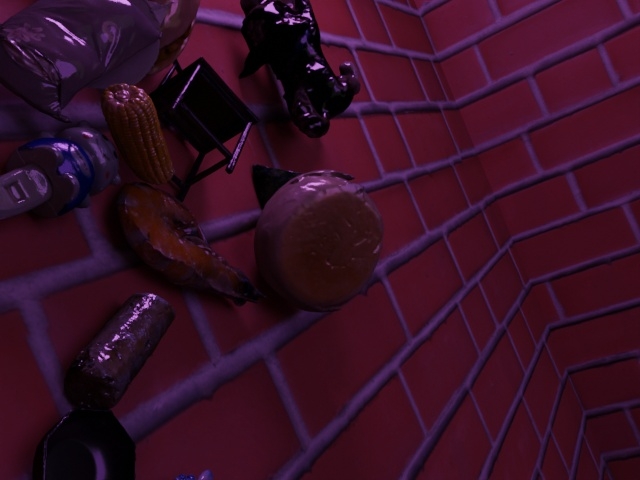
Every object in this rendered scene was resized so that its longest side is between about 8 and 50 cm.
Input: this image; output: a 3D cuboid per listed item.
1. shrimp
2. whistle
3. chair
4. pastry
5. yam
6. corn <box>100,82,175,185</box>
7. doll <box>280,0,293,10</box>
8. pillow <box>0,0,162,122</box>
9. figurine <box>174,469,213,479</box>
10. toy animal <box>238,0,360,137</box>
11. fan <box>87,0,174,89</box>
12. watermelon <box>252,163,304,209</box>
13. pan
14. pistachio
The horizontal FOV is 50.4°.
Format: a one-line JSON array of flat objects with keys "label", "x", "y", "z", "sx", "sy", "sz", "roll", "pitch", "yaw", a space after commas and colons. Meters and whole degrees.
[{"label": "shrimp", "x": -0.198, "y": 0.010, "z": 1.064, "sx": 0.317, "sy": 0.062, "sz": 0.164, "roll": 39, "pitch": 32, "yaw": -45}, {"label": "whistle", "x": -0.330, "y": -0.086, "z": 0.859, "sx": 0.110, "sy": 0.092, "sz": 0.244, "roll": 65, "pitch": 26, "yaw": -13}, {"label": "chair", "x": -0.201, "y": -0.212, "z": 1.133, "sx": 0.154, "sy": 0.141, "sz": 0.260, "roll": 47, "pitch": 36, "yaw": -29}, {"label": "pastry", "x": -0.001, "y": 0.002, "z": 1.237, "sx": 0.264, "sy": 0.133, "sz": 0.265, "roll": -4, "pitch": 99, "yaw": -24}, {"label": "yam", "x": -0.249, "y": 0.133, "z": 0.862, "sx": 0.078, "sy": 0.078, "sz": 0.179, "roll": 57, "pitch": 30, "yaw": -19}, {"label": "corn", "x": -0.257, "y": -0.147, "z": 0.968, "sx": 0.165, "sy": 0.085, "sz": 0.063, "roll": 79, "pitch": 25, "yaw": -52}, {"label": "doll", "x": -0.085, "y": -0.595, "z": 1.690, "sx": 0.084, "sy": 0.073, "sz": 0.127, "roll": 84, "pitch": 1, "yaw": -56}, {"label": "pillow", "x": -0.340, "y": -0.280, "z": 0.925, "sx": 0.169, "sy": 0.059, "sz": 0.255, "roll": 39, "pitch": 51, "yaw": -8}, {"label": "figurine", "x": -0.170, "y": 0.353, "z": 0.862, "sx": 0.114, "sy": 0.079, "sz": 0.114, "roll": 15, "pitch": 90, "yaw": -75}, {"label": "toy animal", "x": -0.058, "y": -0.383, "z": 1.450, "sx": 0.344, "sy": 0.194, "sz": 0.303, "roll": 54, "pitch": 25, "yaw": -14}, {"label": "fan", "x": -0.272, "y": -0.342, "z": 1.035, "sx": 0.310, "sy": 0.010, "sz": 0.182, "roll": -32, "pitch": 93, "yaw": -22}, {"label": "watermelon", "x": -0.023, "y": -0.111, "z": 1.363, "sx": 0.202, "sy": 0.207, "sz": 0.136, "roll": -106, "pitch": -177, "yaw": -46}, {"label": "pan", "x": -0.280, "y": 0.275, "z": 0.734, "sx": 0.128, "sy": 0.048, "sz": 0.202, "roll": 59, "pitch": 28, "yaw": -14}, {"label": "pistachio", "x": -0.277, "y": -0.392, "z": 1.124, "sx": 0.157, "sy": 0.157, "sz": 0.230, "roll": 24, "pitch": 59, "yaw": -53}]
